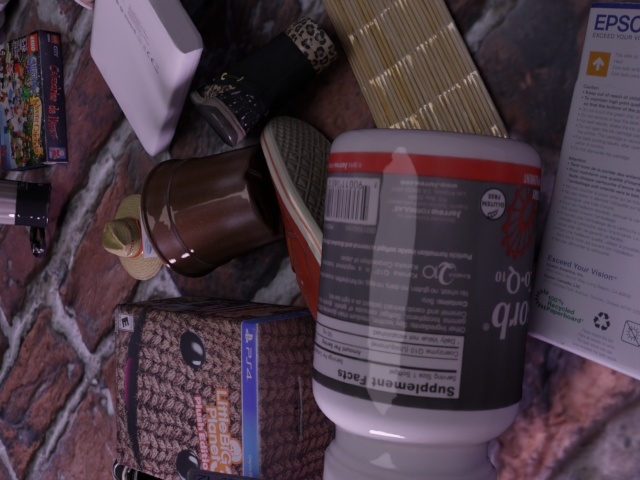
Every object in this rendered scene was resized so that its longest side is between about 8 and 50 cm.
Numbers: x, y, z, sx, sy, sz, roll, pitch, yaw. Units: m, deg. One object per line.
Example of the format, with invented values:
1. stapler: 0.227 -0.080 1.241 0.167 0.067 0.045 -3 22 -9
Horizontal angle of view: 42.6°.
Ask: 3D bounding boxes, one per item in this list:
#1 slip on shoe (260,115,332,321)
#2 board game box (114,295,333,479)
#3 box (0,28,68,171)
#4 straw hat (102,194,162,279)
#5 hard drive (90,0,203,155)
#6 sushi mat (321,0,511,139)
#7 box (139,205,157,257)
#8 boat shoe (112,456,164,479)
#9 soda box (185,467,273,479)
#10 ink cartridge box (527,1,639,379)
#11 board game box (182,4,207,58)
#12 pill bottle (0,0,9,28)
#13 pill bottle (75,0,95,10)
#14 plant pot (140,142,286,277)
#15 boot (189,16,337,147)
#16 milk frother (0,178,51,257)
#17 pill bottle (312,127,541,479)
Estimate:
1. slip on shoe: 0.000 0.000 1.000 0.101 0.123 0.331 -33 76 41
2. board game box: -0.134 0.203 1.106 0.291 0.141 0.232 1 93 41
3. box: -0.526 -0.248 1.485 0.159 0.044 0.233 -4 90 41
4. straw hat: -0.312 -0.004 1.302 0.144 0.061 0.145 2 93 41
5. hard drive: -0.249 -0.266 1.132 0.203 0.040 0.307 59 156 7
6. sushi mat: 0.100 -0.212 0.962 0.151 0.019 0.317 -33 71 36
7. box: -0.221 -0.017 1.229 0.136 0.028 0.081 -6 89 28
8. boat shoe: -0.269 0.356 1.278 0.219 0.070 0.078 -17 81 40
9. soda box: -0.019 0.340 0.926 0.098 0.286 0.091 -112 34 -72
10. ink cartridge box: 0.347 -0.025 0.694 0.324 0.071 0.330 23 107 49
11. board game box: -0.217 -0.290 1.231 0.090 0.020 0.090 -41 66 35
12. pill bottle: -0.667 -0.416 1.558 0.193 0.108 0.108 -38 68 36
13. pill bottle: -0.252 -0.427 1.166 0.264 0.153 0.153 -3 90 42
14. plant pot: -0.117 -0.047 1.077 0.165 0.167 0.167 -14 83 32
15. boot: -0.076 -0.207 1.068 0.178 0.085 0.236 -40 18 -1
16. milk frother: -0.554 -0.040 1.462 0.129 0.134 0.143 -158 74 -70
17. pill bottle: 0.100 0.080 0.818 0.210 0.210 0.363 7 94 41
